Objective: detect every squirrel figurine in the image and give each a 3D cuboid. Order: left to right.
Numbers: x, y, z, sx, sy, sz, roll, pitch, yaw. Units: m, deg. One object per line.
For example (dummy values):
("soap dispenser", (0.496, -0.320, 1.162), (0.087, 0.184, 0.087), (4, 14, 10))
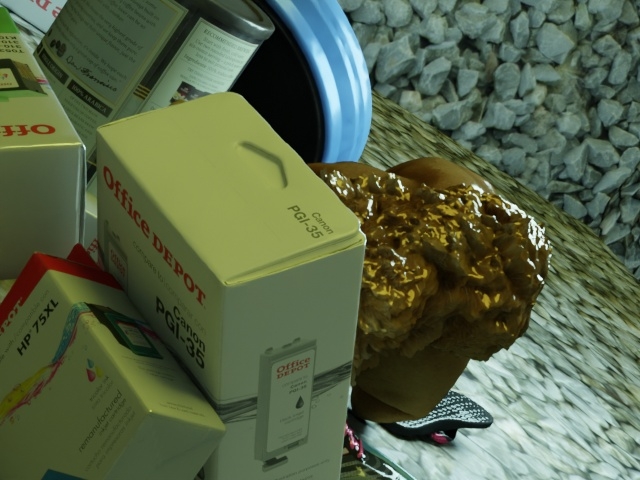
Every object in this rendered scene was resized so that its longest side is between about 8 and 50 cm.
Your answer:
("squirrel figurine", (0.000, 0.000, 1.522), (0.370, 0.281, 0.397), (23, -8, -20))

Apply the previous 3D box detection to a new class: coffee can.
("coffee can", (-0.209, -0.175, 1.716), (0.201, 0.275, 0.201), (34, 13, -9))

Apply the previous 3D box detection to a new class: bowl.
("bowl", (-0.119, -0.204, 1.926), (0.391, 0.391, 0.077), (39, 49, 12))

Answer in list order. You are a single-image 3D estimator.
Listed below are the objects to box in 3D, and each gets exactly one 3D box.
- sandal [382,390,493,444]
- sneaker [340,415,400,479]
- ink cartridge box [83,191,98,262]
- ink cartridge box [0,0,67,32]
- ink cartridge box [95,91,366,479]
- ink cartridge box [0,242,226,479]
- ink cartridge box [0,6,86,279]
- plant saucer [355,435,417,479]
("sandal", (0.123, 0.202, 1.782), (0.179, 0.040, 0.067), (0, 30, -45))
("sneaker", (0.006, 0.157, 1.348), (0.170, 0.074, 0.063), (35, 13, -6))
("ink cartridge box", (-0.255, -0.014, 1.443), (0.122, 0.088, 0.052), (31, 14, -20))
("ink cartridge box", (-0.295, -0.468, 2.303), (0.279, 0.384, 0.160), (34, 16, -9))
("ink cartridge box", (-0.076, 0.063, 1.181), (0.117, 0.283, 0.207), (-18, 44, -26))
("ink cartridge box", (-0.179, 0.105, 1.118), (0.078, 0.134, 0.231), (21, 19, -46))
("ink cartridge box", (-0.322, -0.083, 1.289), (0.201, 0.117, 0.278), (-5, 32, -23))
("plant saucer", (0.038, 0.244, 1.390), (0.318, 0.043, 0.317), (34, 12, -9))
